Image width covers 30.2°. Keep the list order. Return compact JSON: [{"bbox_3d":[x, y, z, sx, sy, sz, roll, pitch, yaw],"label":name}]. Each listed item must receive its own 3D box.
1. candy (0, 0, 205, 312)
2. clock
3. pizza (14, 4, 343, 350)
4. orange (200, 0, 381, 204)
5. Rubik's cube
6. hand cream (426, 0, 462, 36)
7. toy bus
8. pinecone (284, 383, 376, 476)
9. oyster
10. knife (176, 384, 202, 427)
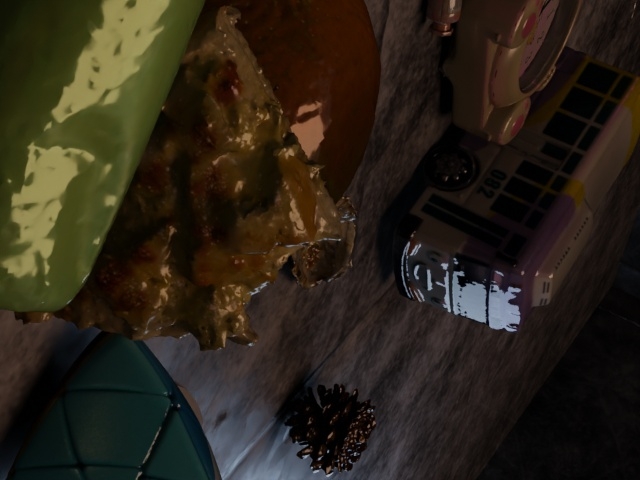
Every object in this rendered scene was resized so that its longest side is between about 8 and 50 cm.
[{"bbox_3d":[-0.177,-0.119,0.825,0.343,0.132,0.142,-66,173,10],"label":"candy"},{"bbox_3d":[0.293,-0.323,1.692,0.309,0.114,0.284,-53,155,-27],"label":"clock"},{"bbox_3d":[-0.111,-0.014,0.940,0.323,0.223,0.089,-52,-176,23],"label":"pizza"},{"bbox_3d":[-0.054,-0.113,1.092,0.262,0.196,0.334,84,30,-77],"label":"orange"},{"bbox_3d":[-0.191,0.251,1.122,0.254,0.254,0.254,-49,155,-32],"label":"Rubik's cube"},{"bbox_3d":[0.161,-0.352,1.457,0.067,0.043,0.209,-41,145,-48],"label":"hand cream"},{"bbox_3d":[0.311,-0.079,1.830,0.440,0.249,0.209,-53,157,-24],"label":"toy bus"},{"bbox_3d":[0.012,0.274,1.743,0.140,0.121,0.140,-46,152,-33],"label":"pinecone"},{"bbox_3d":[-0.001,0.006,1.486,0.105,0.056,0.177,-44,154,-13],"label":"oyster"},{"bbox_3d":[-0.161,0.242,1.446,0.058,0.032,0.244,-44,148,-35],"label":"knife"}]
